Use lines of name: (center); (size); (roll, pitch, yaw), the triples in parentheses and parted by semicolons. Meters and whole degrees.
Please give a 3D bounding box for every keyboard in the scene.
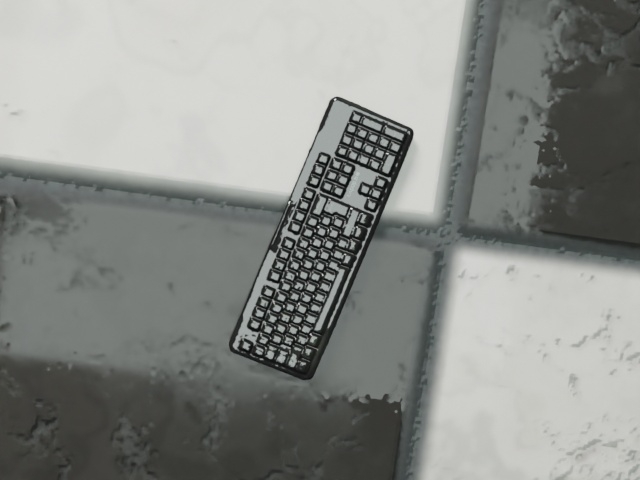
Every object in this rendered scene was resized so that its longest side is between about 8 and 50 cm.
keyboard: (0.000, 0.000, 0.503); (0.053, 0.010, 0.155); (22, 96, -4)
